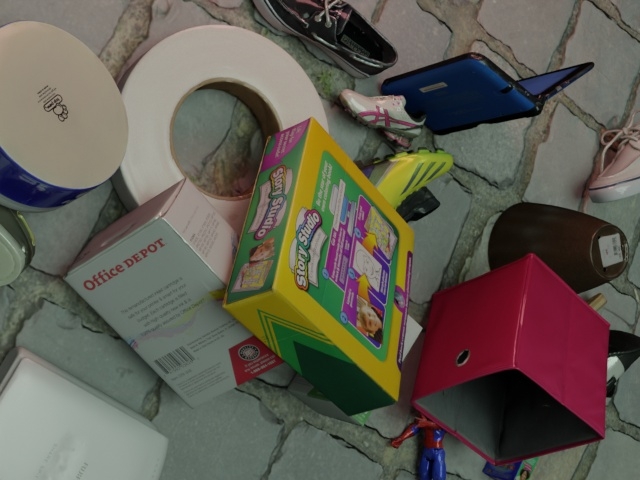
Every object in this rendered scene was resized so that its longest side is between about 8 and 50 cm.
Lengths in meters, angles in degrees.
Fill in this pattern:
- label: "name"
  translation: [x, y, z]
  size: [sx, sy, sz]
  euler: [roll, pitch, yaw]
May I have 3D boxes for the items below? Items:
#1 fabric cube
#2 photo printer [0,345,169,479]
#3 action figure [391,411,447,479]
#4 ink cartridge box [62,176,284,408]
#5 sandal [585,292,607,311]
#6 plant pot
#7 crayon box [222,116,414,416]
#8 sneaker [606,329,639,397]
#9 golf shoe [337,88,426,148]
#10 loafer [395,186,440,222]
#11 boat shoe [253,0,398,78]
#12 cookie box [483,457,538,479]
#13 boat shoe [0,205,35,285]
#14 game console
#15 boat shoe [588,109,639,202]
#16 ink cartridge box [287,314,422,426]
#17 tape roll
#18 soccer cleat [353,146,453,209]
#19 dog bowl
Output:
- label: "fabric cube"
  translation: [0.358, 0.226, 1.760]
  size: [0.259, 0.254, 0.258]
  euler: [38, 48, -24]
- label: "photo printer"
  translation: [-0.396, 0.344, 1.435]
  size: [0.307, 0.107, 0.256]
  euler: [37, 71, -25]
- label: "action figure"
  translation: [0.190, 0.415, 1.791]
  size: [0.139, 0.091, 0.280]
  euler: [8, 85, -40]
- label: "ink cartridge box"
  translation: [-0.205, 0.087, 1.478]
  size: [0.306, 0.226, 0.131]
  euler: [51, 29, -19]
- label: "sandal"
  translation: [0.510, 0.159, 2.010]
  size: [0.240, 0.088, 0.079]
  euler: [-33, 85, -32]
- label: "plant pot"
  translation: [0.496, 0.023, 1.905]
  size: [0.215, 0.230, 0.215]
  euler: [1, 88, -31]
- label: "crayon box"
  translation: [0.014, 0.040, 1.503]
  size: [0.313, 0.106, 0.363]
  euler: [45, 38, -32]
- label: "sneaker"
  translation: [0.567, 0.292, 2.022]
  size: [0.331, 0.122, 0.146]
  euler: [-18, 116, -31]
- label: "golf shoe"
  translation: [0.114, -0.245, 1.764]
  size: [0.186, 0.067, 0.086]
  euler: [24, 109, -33]
- label: "loafer"
  translation: [0.148, -0.056, 1.806]
  size: [0.170, 0.062, 0.061]
  euler: [-26, 80, -32]
- label: "boat shoe"
  translation: [0.013, -0.395, 1.699]
  size: [0.301, 0.102, 0.108]
  euler: [34, 72, -26]
- label: "cookie box"
  translation: [0.392, 0.437, 1.914]
  size: [0.040, 0.092, 0.107]
  euler: [38, 71, -27]
- label: "boat shoe"
  translation: [-0.529, -0.074, 1.376]
  size: [0.109, 0.091, 0.305]
  euler: [-30, 103, 16]
- label: "game console"
  translation: [0.305, -0.306, 1.763]
  size: [0.250, 0.293, 0.173]
  euler: [32, 72, -26]
- label: "boat shoe"
  translation: [0.704, -0.208, 2.092]
  size: [0.367, 0.136, 0.156]
  euler: [-28, 103, -31]
- label: "ink cartridge box"
  translation: [0.062, 0.210, 1.684]
  size: [0.093, 0.154, 0.212]
  euler: [41, 69, -24]
- label: "tape roll"
  translation: [-0.167, -0.164, 1.594]
  size: [0.392, 0.072, 0.392]
  euler: [2, 87, -28]
- label: "soccer cleat"
  translation: [0.130, -0.101, 1.764]
  size: [0.289, 0.093, 0.121]
  euler: [-16, 92, -30]
- label: "dog bowl"
  translation: [-0.414, -0.180, 1.380]
  size: [0.265, 0.104, 0.265]
  euler: [26, 55, -43]
